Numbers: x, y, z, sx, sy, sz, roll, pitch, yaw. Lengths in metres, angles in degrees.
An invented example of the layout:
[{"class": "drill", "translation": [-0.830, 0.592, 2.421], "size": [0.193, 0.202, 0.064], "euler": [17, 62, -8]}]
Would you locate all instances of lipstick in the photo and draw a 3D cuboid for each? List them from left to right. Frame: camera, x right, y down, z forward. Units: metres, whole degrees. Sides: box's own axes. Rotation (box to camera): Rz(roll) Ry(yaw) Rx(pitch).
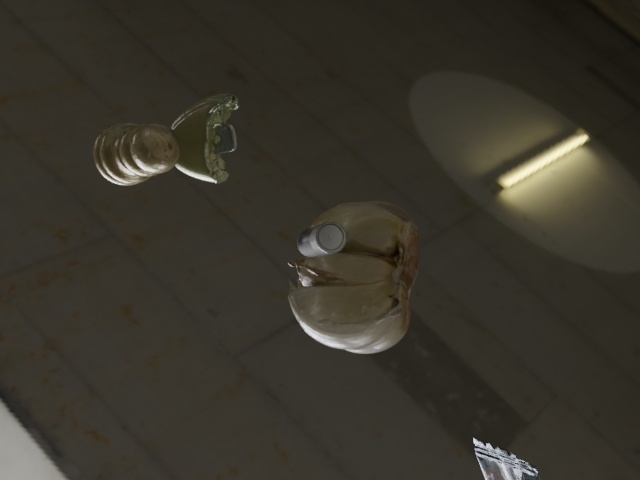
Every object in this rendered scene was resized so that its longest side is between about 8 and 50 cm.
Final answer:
[{"class": "lipstick", "translation": [0.000, 0.000, 1.203], "size": [0.040, 0.040, 0.141], "euler": [27, 173, -9]}]

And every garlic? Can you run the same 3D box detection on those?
[{"class": "garlic", "translation": [0.049, 0.059, 1.459], "size": [0.203, 0.184, 0.281], "euler": [1, -122, 14]}]

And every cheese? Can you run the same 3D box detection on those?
[{"class": "cheese", "translation": [-0.210, -0.146, 1.429], "size": [0.050, 0.235, 0.127], "euler": [-15, -79, -53]}]

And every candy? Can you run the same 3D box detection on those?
[{"class": "candy", "translation": [0.162, 0.218, 0.731], "size": [0.038, 0.088, 0.136], "euler": [-22, -84, -17]}]

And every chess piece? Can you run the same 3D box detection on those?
[{"class": "chess piece", "translation": [-0.249, -0.127, 1.345], "size": [0.094, 0.170, 0.094], "euler": [0, -89, -33]}]
